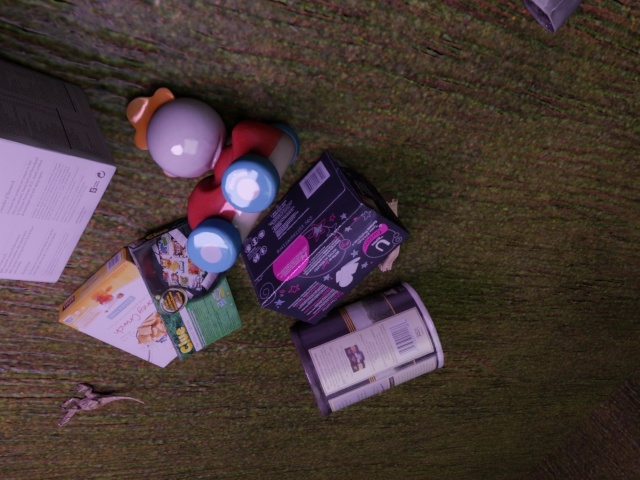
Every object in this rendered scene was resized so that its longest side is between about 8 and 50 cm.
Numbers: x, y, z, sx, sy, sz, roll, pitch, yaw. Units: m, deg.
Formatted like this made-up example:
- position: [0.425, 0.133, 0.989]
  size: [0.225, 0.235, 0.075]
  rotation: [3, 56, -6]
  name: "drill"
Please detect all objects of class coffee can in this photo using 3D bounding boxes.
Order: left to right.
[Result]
- position: [0.096, 0.231, 1.157]
  size: [0.276, 0.201, 0.201]
  rotation: [-21, 134, -6]
  name: "coffee can"

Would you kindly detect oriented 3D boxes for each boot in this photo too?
- position: [0.388, -0.445, 0.800]
  size: [0.209, 0.076, 0.190]
  rotation: [-39, 131, 21]
  name: "boot"

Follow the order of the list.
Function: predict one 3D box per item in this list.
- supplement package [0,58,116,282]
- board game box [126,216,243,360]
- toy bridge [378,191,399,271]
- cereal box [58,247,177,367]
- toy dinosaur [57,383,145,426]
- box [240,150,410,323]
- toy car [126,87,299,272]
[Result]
- position: [-0.423, -0.095, 0.621]
  size: [0.263, 0.198, 0.199]
  rotation: [11, 124, -46]
  name: "supplement package"
- position: [-0.234, 0.086, 0.962]
  size: [0.136, 0.030, 0.259]
  rotation: [-28, 127, -24]
  name: "board game box"
- position: [0.136, -0.008, 1.064]
  size: [0.026, 0.063, 0.188]
  rotation: [-13, 133, -13]
  name: "toy bridge"
- position: [-0.325, 0.132, 0.996]
  size: [0.173, 0.047, 0.240]
  rotation: [-41, 132, 10]
  name: "cereal box"
- position: [-0.471, 0.334, 1.120]
  size: [0.183, 0.053, 0.092]
  rotation: [-17, 149, 1]
  name: "toy dinosaur"
- position: [0.000, 0.000, 0.944]
  size: [0.247, 0.163, 0.142]
  rotation: [-45, 135, 17]
  name: "box"
- position: [-0.178, -0.114, 0.784]
  size: [0.238, 0.219, 0.210]
  rotation: [31, 116, -8]
  name: "toy car"
